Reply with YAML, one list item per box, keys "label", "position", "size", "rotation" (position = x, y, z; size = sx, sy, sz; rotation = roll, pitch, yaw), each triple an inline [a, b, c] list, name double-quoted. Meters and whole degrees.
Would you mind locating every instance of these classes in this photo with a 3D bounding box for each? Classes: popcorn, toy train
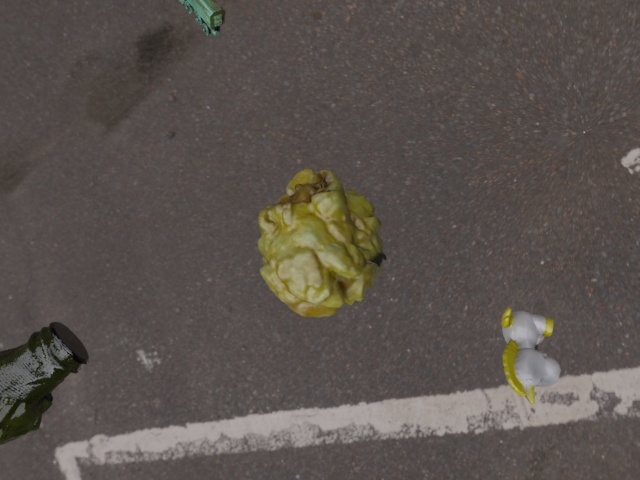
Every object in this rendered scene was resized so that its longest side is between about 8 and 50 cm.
- label: "popcorn"
  position: [0.000, 0.000, 0.997]
  size: [0.252, 0.286, 0.215]
  rotation: [41, 130, -19]
- label: "toy train"
  position: [-0.237, -0.462, 1.011]
  size: [0.148, 0.038, 0.071]
  rotation: [51, 154, 15]

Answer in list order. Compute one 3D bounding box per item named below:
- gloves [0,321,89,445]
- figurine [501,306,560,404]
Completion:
- label: "gloves"
  position: [-0.425, 0.206, 0.666]
  size: [0.268, 0.107, 0.135]
  rotation: [-37, 100, 3]
- label: "figurine"
  position: [0.381, 0.217, 0.973]
  size: [0.109, 0.129, 0.178]
  rotation: [-30, 48, 45]
